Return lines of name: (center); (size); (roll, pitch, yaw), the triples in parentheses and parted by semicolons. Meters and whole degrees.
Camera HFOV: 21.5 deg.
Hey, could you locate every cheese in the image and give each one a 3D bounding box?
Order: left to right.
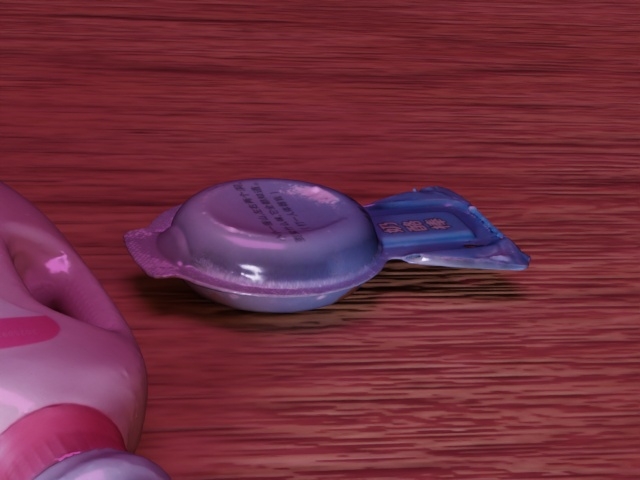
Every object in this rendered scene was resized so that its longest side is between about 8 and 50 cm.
cheese: (0.000, 0.000, 1.046); (0.244, 0.052, 0.135); (-5, 30, -24)

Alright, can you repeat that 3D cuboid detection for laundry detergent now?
laundry detergent: (-0.160, 0.065, 0.832); (0.159, 0.088, 0.335); (-7, 29, -27)
